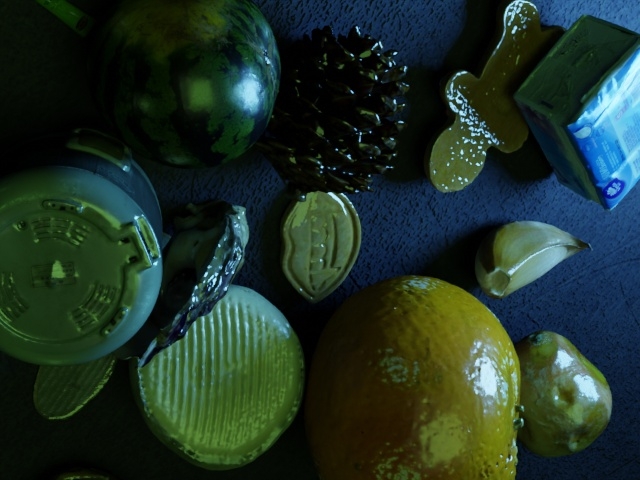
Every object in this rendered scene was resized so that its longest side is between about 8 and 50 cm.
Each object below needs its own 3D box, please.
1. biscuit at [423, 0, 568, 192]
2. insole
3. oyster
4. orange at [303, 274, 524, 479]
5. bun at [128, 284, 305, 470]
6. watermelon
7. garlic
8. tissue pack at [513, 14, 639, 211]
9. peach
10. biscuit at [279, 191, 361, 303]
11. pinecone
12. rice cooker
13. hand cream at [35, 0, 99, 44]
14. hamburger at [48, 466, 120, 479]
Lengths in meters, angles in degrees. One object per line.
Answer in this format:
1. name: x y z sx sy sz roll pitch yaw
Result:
1. biscuit: 0.274 -0.232 1.828 0.216 0.047 0.339 27 95 -37
2. insole: -0.333 0.132 1.714 0.119 0.009 0.348 33 95 -33
3. oyster: -0.202 0.070 1.618 0.271 0.275 0.100 -33 125 2
4. orange: 0.162 0.267 1.783 0.424 0.326 0.423 0 90 -66
5. bun: -0.163 0.206 1.738 0.287 0.146 0.287 0 89 -16
6. watermelon: -0.181 -0.222 1.486 0.269 0.269 0.269 -10 116 -22
7. garlic: 0.349 0.022 1.950 0.207 0.128 0.115 -23 76 -20
8. tissue pack: 0.460 -0.211 1.846 0.198 0.146 0.263 -49 140 -5
9. peach: 0.422 0.274 2.037 0.214 0.214 0.235 -33 115 -10
10. biscuit: 0.000 0.000 1.811 0.142 0.029 0.220 -6 114 -24
11. pinecone: 0.019 -0.181 1.632 0.224 0.224 0.272 27 94 -33
12. rice cooker: -0.347 0.001 1.493 0.288 0.277 0.288 -3 110 -7
13. hand cream: -0.348 -0.312 1.506 0.122 0.023 0.036 34 91 -37
14. hamburger: -0.394 0.513 1.774 0.283 0.144 0.259 -49 127 7
